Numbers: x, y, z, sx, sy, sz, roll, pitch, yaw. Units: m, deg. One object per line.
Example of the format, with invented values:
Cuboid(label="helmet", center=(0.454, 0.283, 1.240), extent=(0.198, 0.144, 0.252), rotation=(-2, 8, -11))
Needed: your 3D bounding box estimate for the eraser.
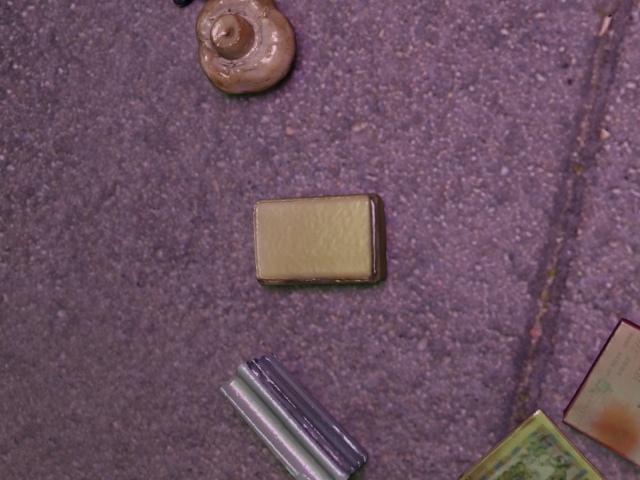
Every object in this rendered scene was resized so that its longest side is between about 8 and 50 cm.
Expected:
Cuboid(label="eraser", center=(0.000, 0.000, 1.215), extent=(0.172, 0.058, 0.117), rotation=(-3, 89, 18))

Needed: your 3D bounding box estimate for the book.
Cuboid(label="book", center=(0.280, 0.335, 1.148), extent=(0.168, 0.013, 0.192), rotation=(-45, 78, 12))

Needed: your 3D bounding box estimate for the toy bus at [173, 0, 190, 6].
Cuboid(label="toy bus", center=(-0.244, -0.406, 1.286), extent=(0.262, 0.091, 0.109), rotation=(18, 84, 16))

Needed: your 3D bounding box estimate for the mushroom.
Cuboid(label="mushroom", center=(-0.102, -0.265, 1.223), extent=(0.148, 0.112, 0.148), rotation=(-3, 83, 24))

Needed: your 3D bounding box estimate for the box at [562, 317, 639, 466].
Cuboid(label="box", center=(0.372, 0.181, 1.095), extent=(0.111, 0.060, 0.156), rotation=(29, 99, 15))

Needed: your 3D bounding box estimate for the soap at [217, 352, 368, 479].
Cuboid(label="soap", center=(-0.034, 0.243, 1.197), extent=(0.198, 0.114, 0.063), rotation=(46, 103, 14))
